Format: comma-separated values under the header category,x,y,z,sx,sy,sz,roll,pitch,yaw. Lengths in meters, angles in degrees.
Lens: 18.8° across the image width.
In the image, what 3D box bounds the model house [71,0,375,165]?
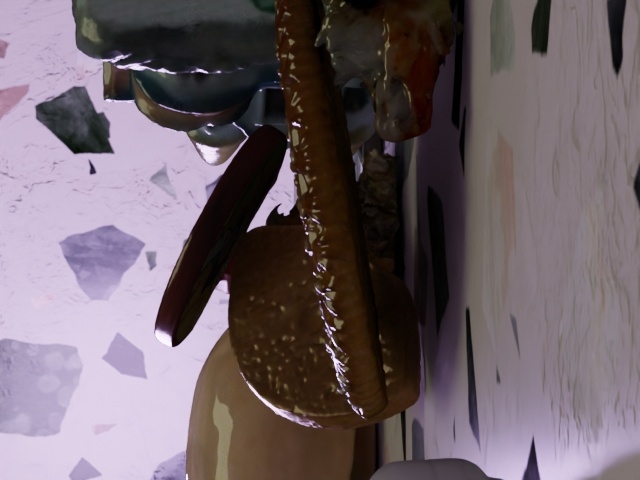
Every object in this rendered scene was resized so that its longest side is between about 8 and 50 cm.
category,x,y,z,sx,sy,sz,roll,pitch,yaw
model house,-0.080,-0.141,1.680,0.325,0.267,0.194,98,167,-53

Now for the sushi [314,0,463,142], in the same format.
category,x,y,z,sx,sy,sz,roll,pitch,yaw
sushi,0.040,-0.167,1.200,0.097,0.103,0.226,127,144,-56

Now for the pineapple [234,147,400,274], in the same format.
category,x,y,z,sx,sy,sz,roll,pitch,yaw
pineapple,0.000,0.005,1.585,0.164,0.140,0.249,96,176,-48

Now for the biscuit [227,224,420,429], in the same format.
category,x,y,z,sx,sy,sz,roll,pitch,yaw
biscuit,-0.001,0.067,1.479,0.221,0.142,0.029,40,-178,40

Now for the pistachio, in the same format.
category,x,y,z,sx,sy,sz,roll,pitch,yaw
pistachio,-0.040,0.211,1.801,0.187,0.187,0.299,108,165,-79

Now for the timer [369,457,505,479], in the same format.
category,x,y,z,sx,sy,sz,roll,pitch,yaw
timer,0.061,0.233,0.948,0.262,0.087,0.237,104,165,-74

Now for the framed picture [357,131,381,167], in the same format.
category,x,y,z,sx,sy,sz,roll,pitch,yaw
framed picture,0.041,-0.248,1.798,0.240,0.020,0.324,-103,14,-75

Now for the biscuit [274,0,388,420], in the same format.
category,x,y,z,sx,sy,sz,roll,pitch,yaw
biscuit,0.005,-0.027,1.317,0.305,0.038,0.305,-10,-90,-87

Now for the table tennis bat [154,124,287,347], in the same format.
category,x,y,z,sx,sy,sz,roll,pitch,yaw
table tennis bat,-0.085,0.002,1.636,0.200,0.038,0.310,-61,-5,-8
